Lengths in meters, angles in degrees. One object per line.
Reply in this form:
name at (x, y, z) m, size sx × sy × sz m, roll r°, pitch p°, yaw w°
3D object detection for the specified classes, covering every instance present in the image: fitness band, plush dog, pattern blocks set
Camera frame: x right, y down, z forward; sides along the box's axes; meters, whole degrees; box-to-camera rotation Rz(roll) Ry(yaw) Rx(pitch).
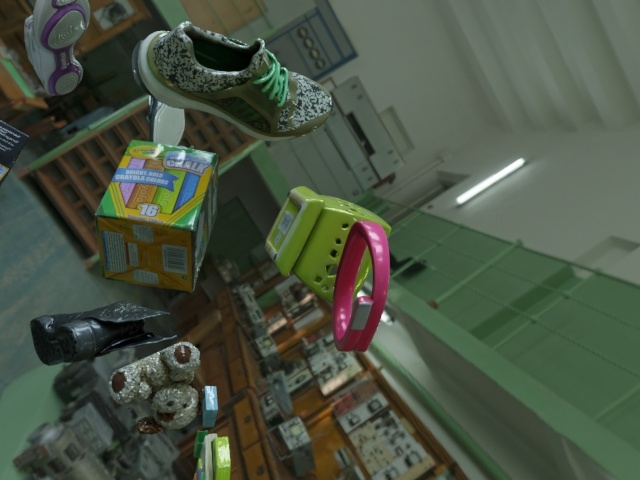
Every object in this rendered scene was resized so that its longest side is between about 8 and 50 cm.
fitness band at (0.076, 0.095, 1.221) m, size 0.291 × 0.054 × 0.209 m, roll 106°, pitch -14°, yaw -45°
plush dog at (-0.440, 0.431, 1.757) m, size 0.210 × 0.262 × 0.225 m, roll 136°, pitch -70°, yaw -79°
pattern blocks set at (-0.161, 0.386, 0.864) m, size 0.325 × 0.026 × 0.285 m, roll -114°, pitch -147°, yaw -58°

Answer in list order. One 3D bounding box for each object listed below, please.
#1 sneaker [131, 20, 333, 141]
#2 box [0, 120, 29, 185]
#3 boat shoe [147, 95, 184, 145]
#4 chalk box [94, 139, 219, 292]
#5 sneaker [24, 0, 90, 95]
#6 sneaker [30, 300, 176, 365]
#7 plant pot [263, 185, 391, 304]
sneaker at (-0.126, -0.297, 1.143) m, size 0.182 × 0.410 × 0.158 m, roll -14°, pitch -107°, yaw 54°
box at (-0.718, -0.186, 1.222) m, size 0.163 × 0.142 × 0.247 m, roll 33°, pitch -18°, yaw -36°
boat shoe at (-0.383, -0.304, 1.495) m, size 0.084 × 0.079 × 0.233 m, roll 25°, pitch 57°, yaw -46°
chalk box at (-0.303, -0.072, 1.203) m, size 0.289 × 0.179 × 0.180 m, roll -85°, pitch -175°, yaw -46°
sneaker at (-0.565, -0.439, 1.266) m, size 0.152 × 0.114 × 0.305 m, roll 52°, pitch -38°, yaw 9°
sneaker at (-0.226, 0.092, 0.623) m, size 0.170 × 0.089 × 0.051 m, roll -7°, pitch -84°, yaw 49°
plant pot at (0.000, 0.000, 1.460) m, size 0.207 × 0.227 × 0.228 m, roll 25°, pitch 7°, yaw -19°
